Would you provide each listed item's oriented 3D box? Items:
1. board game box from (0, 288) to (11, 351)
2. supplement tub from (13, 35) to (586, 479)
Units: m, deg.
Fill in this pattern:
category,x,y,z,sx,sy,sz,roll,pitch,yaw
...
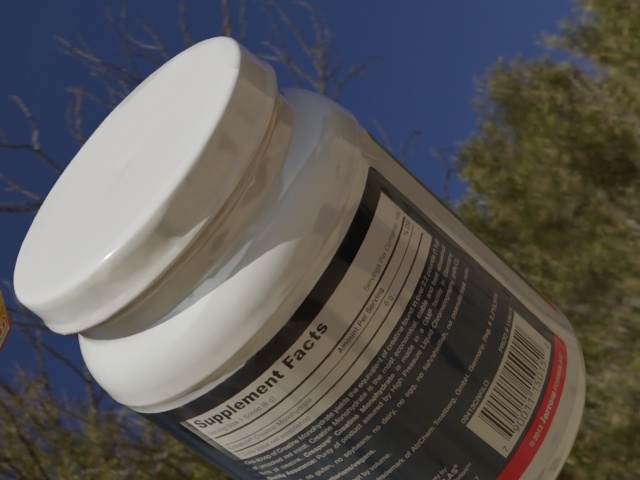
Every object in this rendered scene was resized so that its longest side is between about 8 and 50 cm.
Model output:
category,x,y,z,sx,sy,sz,roll,pitch,yaw
board game box,-0.291,0.065,0.888,0.193,0.045,0.146,94,-171,-52
supplement tub,-0.005,0.041,0.648,0.272,0.191,0.191,41,-111,-25
